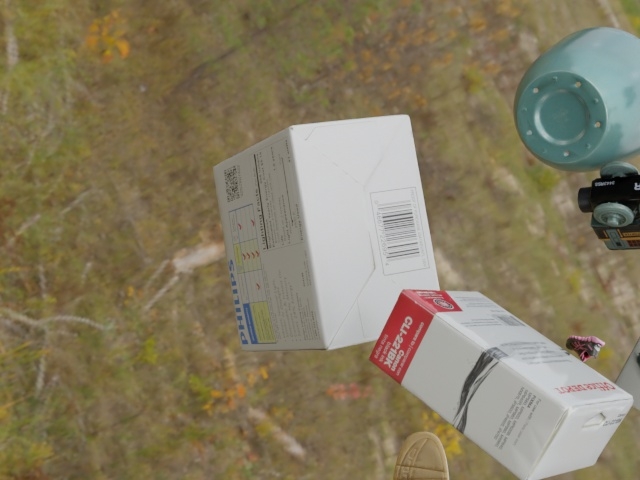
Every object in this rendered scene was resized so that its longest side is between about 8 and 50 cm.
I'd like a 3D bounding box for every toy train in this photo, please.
[{"bbox_3d":[0.672,-0.067,1.992,0.190,0.334,0.142,46,49,-45],"label":"toy train"}]

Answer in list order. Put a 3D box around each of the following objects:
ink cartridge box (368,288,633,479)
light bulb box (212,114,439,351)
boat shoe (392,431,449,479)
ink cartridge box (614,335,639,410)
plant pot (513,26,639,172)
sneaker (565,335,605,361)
[{"bbox_3d":[0.232,0.178,1.331,0.273,0.114,0.197,35,18,36],"label":"ink cartridge box"},{"bbox_3d":[0.000,0.000,1.769,0.225,0.361,0.357,-8,88,-26],"label":"light bulb box"},{"bbox_3d":[0.180,0.469,1.849,0.096,0.098,0.277,-36,127,-79],"label":"boat shoe"},{"bbox_3d":[0.704,0.248,1.936,0.239,0.275,0.060,31,44,20],"label":"ink cartridge box"},{"bbox_3d":[0.522,-0.266,2.072,0.235,0.293,0.293,-29,93,-53],"label":"plant pot"},{"bbox_3d":[0.611,0.255,2.414,0.047,0.119,0.057,26,75,-18],"label":"sneaker"}]
